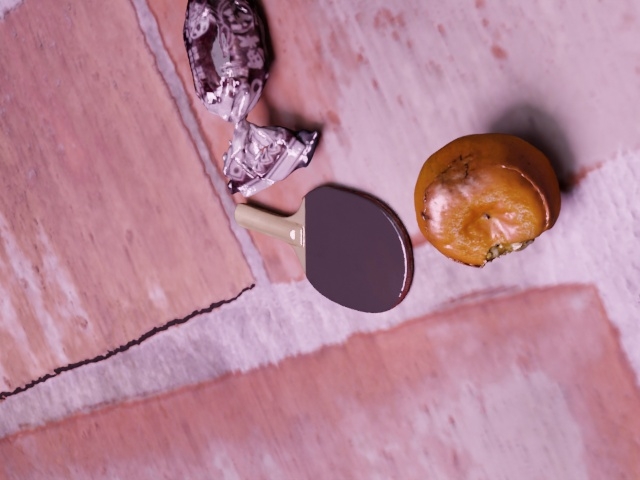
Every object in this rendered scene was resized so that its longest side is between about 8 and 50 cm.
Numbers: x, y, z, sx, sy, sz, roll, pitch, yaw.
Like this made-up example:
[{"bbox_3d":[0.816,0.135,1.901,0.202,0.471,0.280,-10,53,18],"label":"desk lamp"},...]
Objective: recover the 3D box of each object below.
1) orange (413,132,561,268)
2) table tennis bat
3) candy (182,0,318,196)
[{"bbox_3d":[0.096,-0.029,0.826,0.086,0.062,0.086,1,127,2],"label":"orange"},{"bbox_3d":[0.000,0.000,0.969,0.156,0.013,0.087,19,121,37],"label":"table tennis bat"},{"bbox_3d":[-0.065,-0.141,0.944,0.094,0.051,0.226,-9,101,43],"label":"candy"}]
